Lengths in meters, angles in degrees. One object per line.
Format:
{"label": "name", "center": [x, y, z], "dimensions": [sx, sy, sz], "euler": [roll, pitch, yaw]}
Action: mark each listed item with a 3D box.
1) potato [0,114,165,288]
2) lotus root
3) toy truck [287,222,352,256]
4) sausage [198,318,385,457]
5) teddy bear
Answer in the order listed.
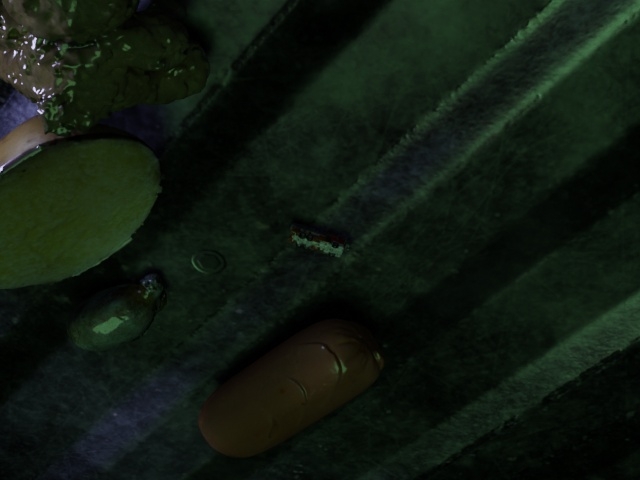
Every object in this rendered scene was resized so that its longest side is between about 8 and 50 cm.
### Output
{"label": "potato", "center": [-0.313, -0.066, 1.253], "dimensions": [0.239, 0.116, 0.299], "euler": [-7, 151, -29]}
{"label": "lotus root", "center": [-0.278, 0.103, 1.455], "dimensions": [0.165, 0.088, 0.088], "euler": [-26, 126, 15]}
{"label": "toy truck", "center": [0.000, 0.000, 1.361], "dimensions": [0.083, 0.032, 0.024], "euler": [16, 130, -6]}
{"label": "sausage", "center": [-0.041, 0.207, 1.499], "dimensions": [0.121, 0.121, 0.304], "euler": [36, 128, -26]}
{"label": "teddy bear", "center": [-0.253, -0.236, 1.080], "dimensions": [0.267, 0.156, 0.256], "euler": [6, 132, 2]}
